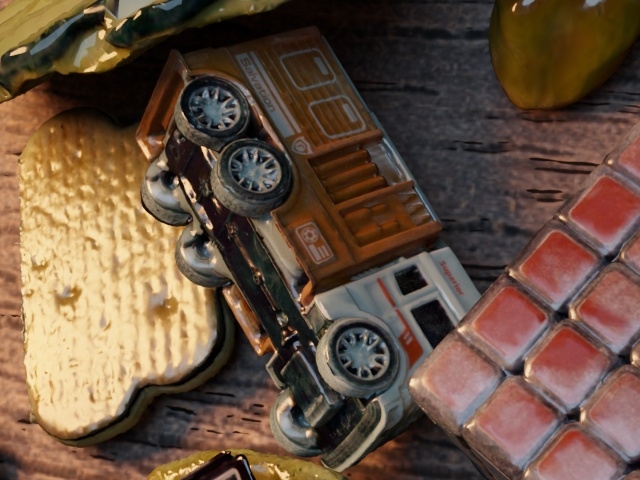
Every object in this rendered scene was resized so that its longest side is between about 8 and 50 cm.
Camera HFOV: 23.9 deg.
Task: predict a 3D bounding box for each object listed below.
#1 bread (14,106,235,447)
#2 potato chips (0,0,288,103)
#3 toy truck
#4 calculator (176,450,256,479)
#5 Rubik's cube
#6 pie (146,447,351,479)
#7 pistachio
[{"bbox_3d":[-0.144,0.019,1.194,0.207,0.056,0.286,-8,69,14],"label":"bread"},{"bbox_3d":[-0.124,-0.218,1.168,0.429,0.070,0.358,-32,26,4],"label":"potato chips"},{"bbox_3d":[0.000,0.000,1.086,0.162,0.136,0.305,-21,71,-29],"label":"toy truck"},{"bbox_3d":[-0.119,0.270,1.026,0.274,0.028,0.166,-35,64,29],"label":"calculator"},{"bbox_3d":[0.229,0.106,0.935,0.238,0.237,0.237,-45,63,-6],"label":"Rubik's cube"},{"bbox_3d":[-0.057,0.270,1.041,0.277,0.078,0.277,-5,80,27],"label":"pie"},{"bbox_3d":[0.195,-0.185,1.127,0.110,0.100,0.189,24,79,28],"label":"pistachio"}]
